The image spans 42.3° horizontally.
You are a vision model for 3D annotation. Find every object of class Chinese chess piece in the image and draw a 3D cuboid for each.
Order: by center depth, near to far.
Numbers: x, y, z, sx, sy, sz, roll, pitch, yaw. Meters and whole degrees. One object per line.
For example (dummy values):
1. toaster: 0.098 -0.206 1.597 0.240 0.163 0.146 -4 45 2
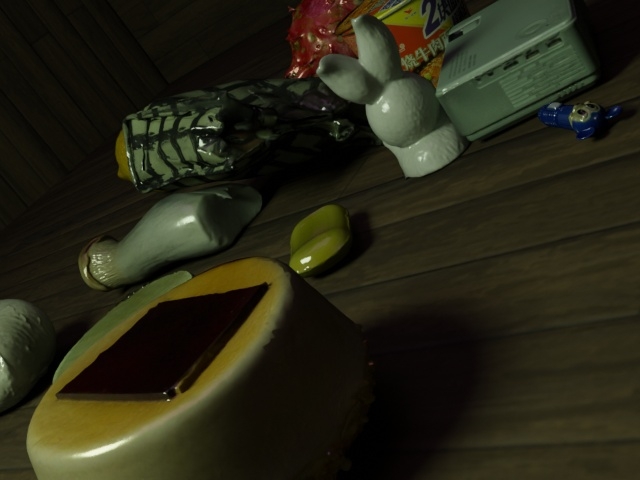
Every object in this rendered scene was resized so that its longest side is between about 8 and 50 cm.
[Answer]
1. Chinese chess piece: -0.212 0.136 1.009 0.237 0.092 0.238 -32 21 14

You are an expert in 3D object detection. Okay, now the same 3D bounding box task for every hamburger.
1. hamburger: -0.093 0.148 0.685 0.302 0.170 0.302 -27 20 11

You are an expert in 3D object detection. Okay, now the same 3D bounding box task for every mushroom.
1. mushroom: -0.261 0.000 1.392 0.328 0.122 0.159 -23 -14 30

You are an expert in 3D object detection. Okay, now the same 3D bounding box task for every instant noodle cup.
1. instant noodle cup: 0.153 -0.312 1.299 0.213 0.174 0.213 -30 22 13

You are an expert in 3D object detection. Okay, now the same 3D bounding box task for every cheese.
1. cheese: -0.519 0.181 1.318 0.198 0.154 0.189 -24 18 31

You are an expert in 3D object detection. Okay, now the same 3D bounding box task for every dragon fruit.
1. dragon fruit: 0.026 -0.434 1.759 0.268 0.210 0.205 -54 36 6

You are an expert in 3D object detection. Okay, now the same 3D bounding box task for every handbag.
1. handbag: -0.106 -0.177 1.317 0.325 0.162 0.327 -17 12 -33

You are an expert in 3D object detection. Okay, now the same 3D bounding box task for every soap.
1. soap: 0.001 0.001 1.032 0.089 0.045 0.140 -29 20 11

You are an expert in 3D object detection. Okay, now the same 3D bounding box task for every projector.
1. projector: 0.259 -0.244 1.088 0.192 0.099 0.257 -25 24 25

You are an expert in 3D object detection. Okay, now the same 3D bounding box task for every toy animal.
1. toy animal: 0.088 -0.192 1.074 0.103 0.221 0.131 -34 21 17

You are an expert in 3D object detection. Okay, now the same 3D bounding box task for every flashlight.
1. flashlight: 0.276 -0.138 0.911 0.057 0.035 0.121 -38 20 -4

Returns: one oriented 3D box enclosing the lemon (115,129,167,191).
1. lemon: -0.357 -0.204 1.859 0.244 0.187 0.187 -28 21 12
